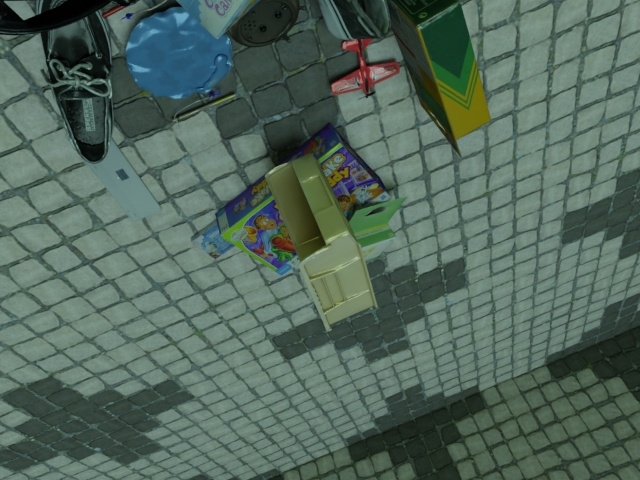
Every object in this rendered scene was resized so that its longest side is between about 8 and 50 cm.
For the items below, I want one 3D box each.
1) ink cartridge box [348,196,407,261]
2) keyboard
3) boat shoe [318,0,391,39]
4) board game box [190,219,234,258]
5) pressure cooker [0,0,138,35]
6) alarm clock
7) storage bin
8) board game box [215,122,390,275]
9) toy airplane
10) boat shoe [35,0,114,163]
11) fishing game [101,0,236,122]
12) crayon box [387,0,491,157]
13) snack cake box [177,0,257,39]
[{"bbox_3d":[0.119,-0.009,1.361,0.171,0.056,0.235,-17,159,-32],"label":"ink cartridge box"},{"bbox_3d":[-0.419,-0.133,1.109,0.072,0.014,0.256,-26,139,-3],"label":"keyboard"},{"bbox_3d":[0.040,-0.448,0.842,0.119,0.121,0.335,14,168,25],"label":"boat shoe"},{"bbox_3d":[-0.252,-0.003,1.309,0.090,0.020,0.090,-34,136,13],"label":"board game box"},{"bbox_3d":[-0.320,-0.437,0.553,0.369,0.376,0.421,-14,138,-14],"label":"pressure cooker"},{"bbox_3d":[-0.110,-0.388,0.888,0.129,0.064,0.192,-32,158,24],"label":"alarm clock"},{"bbox_3d":[0.000,0.000,1.117,0.123,0.262,0.260,-22,139,-1],"label":"storage bin"},{"bbox_3d":[-0.040,-0.083,1.272,0.347,0.078,0.233,-36,137,16],"label":"board game box"},{"bbox_3d":[0.083,-0.350,1.078,0.151,0.028,0.151,-13,138,-12],"label":"toy airplane"},{"bbox_3d":[-0.402,-0.271,0.892,0.113,0.105,0.307,-3,132,-21],"label":"boat shoe"},{"bbox_3d":[-0.249,-0.332,0.950,0.189,0.041,0.264,-25,147,4],"label":"fishing game"},{"bbox_3d":[0.222,-0.338,1.018,0.083,0.203,0.323,-29,139,7],"label":"crayon box"},{"bbox_3d":[-0.074,-0.386,0.679,0.089,0.152,0.264,43,154,-18],"label":"snack cake box"}]
